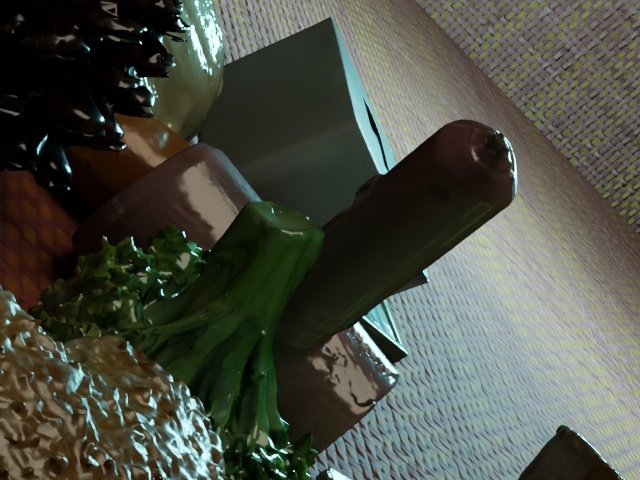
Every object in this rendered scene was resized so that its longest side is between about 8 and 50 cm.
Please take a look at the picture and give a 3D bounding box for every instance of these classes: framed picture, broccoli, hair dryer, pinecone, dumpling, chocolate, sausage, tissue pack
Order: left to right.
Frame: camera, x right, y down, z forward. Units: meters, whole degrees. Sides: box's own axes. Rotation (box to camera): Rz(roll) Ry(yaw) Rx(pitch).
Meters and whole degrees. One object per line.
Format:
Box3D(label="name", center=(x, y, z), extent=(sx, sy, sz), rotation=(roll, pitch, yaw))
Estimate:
Box3D(label="pinecone", center=(-0.188, -0.129, 1.055), extent=(0.221, 0.221, 0.221), rotation=(46, 15, -17))
Box3D(label="dumpling", center=(-0.140, -0.142, 1.323), extent=(0.252, 0.131, 0.179), rotation=(85, -4, -50))
Box3D(label="sausage", center=(-0.094, -0.013, 1.252), extent=(0.238, 0.098, 0.098), rotation=(42, 17, -23))
Box3D(label="broccoli", center=(-0.067, 0.059, 0.961), extent=(0.194, 0.194, 0.219), rotation=(41, 7, -31))
Box3D(label="tissue pack", center=(-0.013, -0.057, 1.430), extent=(0.246, 0.136, 0.159), rotation=(-99, 166, -61))
Box3D(label="hair dryer", center=(0.000, 0.000, 1.047), extent=(0.210, 0.352, 0.125), rotation=(52, 49, 1))
Box3D(label="framed picture", center=(0.011, 0.015, 1.633), extent=(0.150, 0.015, 0.203), rotation=(41, 18, -31))
Box3D(label="chocolate", center=(0.259, 0.273, 1.518), extent=(0.214, 0.093, 0.148), rotation=(44, -12, 29))

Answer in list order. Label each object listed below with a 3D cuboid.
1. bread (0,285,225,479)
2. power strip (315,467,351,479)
Box3D(label="bread", center=(-0.146, 0.112, 0.647), extent=(0.314, 0.171, 0.192), rotation=(42, 13, -27))
Box3D(label="power strip", center=(0.029, 0.196, 1.246), extent=(0.090, 0.016, 0.040), rotation=(37, 19, -43))
